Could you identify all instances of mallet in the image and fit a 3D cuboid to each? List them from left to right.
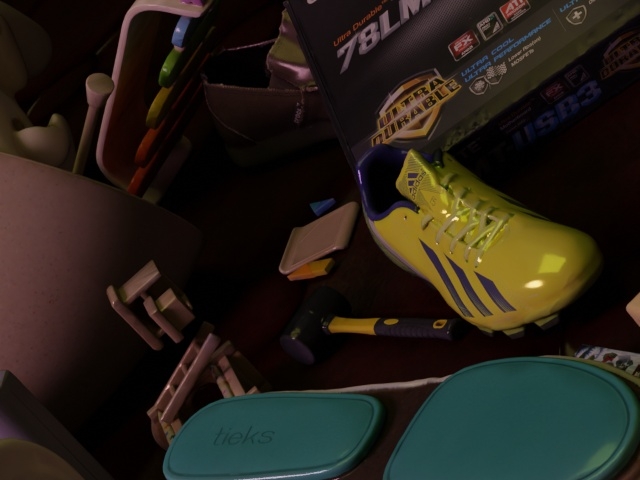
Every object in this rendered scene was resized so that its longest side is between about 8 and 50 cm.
[{"bbox_3d":[0.037,0.074,1.389,0.062,0.039,0.189,-49,28,-20],"label":"mallet"}]

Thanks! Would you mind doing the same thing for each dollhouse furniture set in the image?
[{"bbox_3d":[-0.105,0.124,1.355,0.101,0.161,0.182,-42,22,1],"label":"dollhouse furniture set"}]

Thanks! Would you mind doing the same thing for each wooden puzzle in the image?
[{"bbox_3d":[0.000,0.000,1.605,0.078,0.014,0.116,-18,32,36],"label":"wooden puzzle"}]

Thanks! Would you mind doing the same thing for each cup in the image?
[{"bbox_3d":[-0.295,0.065,1.637,0.331,0.331,0.237,-1,72,58],"label":"cup"}]

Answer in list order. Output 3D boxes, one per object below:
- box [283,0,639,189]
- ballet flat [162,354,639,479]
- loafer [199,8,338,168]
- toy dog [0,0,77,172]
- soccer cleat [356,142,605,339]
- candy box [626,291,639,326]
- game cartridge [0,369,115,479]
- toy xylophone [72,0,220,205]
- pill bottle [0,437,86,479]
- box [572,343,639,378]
[{"bbox_3d":[0.131,-0.193,1.541,0.295,0.073,0.293,-35,46,15],"label":"box"},{"bbox_3d":[0.070,0.151,1.075,0.400,0.139,0.139,-9,39,46],"label":"ballet flat"},{"bbox_3d":[0.008,-0.175,1.751,0.366,0.130,0.134,-22,30,39],"label":"loafer"},{"bbox_3d":[-0.410,-0.092,1.998,0.284,0.395,0.408,-28,57,0],"label":"toy dog"},{"bbox_3d":[0.104,-0.009,1.308,0.093,0.121,0.289,-39,22,-11],"label":"soccer cleat"},{"bbox_3d":[0.285,0.096,0.758,0.087,0.183,0.316,-46,23,-8],"label":"candy box"},{"bbox_3d":[-0.322,0.232,1.464,0.294,0.196,0.060,-33,17,22],"label":"game cartridge"},{"bbox_3d":[-0.177,-0.159,1.879,0.323,0.081,0.236,108,-173,-56],"label":"toy xylophone"},{"bbox_3d":[-0.320,0.297,1.368,0.318,0.176,0.176,-32,24,21],"label":"pill bottle"},{"bbox_3d":[0.183,0.112,1.090,0.094,0.027,0.137,-51,25,-18],"label":"box"}]
